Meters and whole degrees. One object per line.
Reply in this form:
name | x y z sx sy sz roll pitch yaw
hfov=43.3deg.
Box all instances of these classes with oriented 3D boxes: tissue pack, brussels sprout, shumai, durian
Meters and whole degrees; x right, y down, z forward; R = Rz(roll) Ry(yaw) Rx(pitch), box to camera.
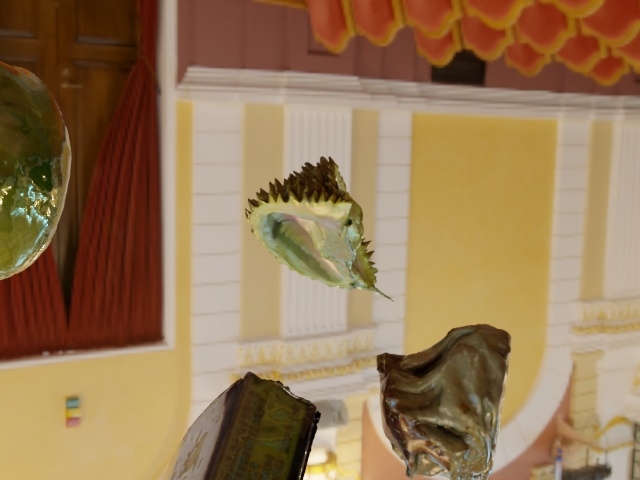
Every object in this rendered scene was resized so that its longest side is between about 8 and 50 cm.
tissue pack | -0.145 0.378 0.887 0.124 0.288 0.394 29 -137 -11
brussels sprout | -0.486 -0.106 1.083 0.268 0.343 0.344 -6 -170 -44
shumai | 0.124 0.172 0.866 0.142 0.184 0.184 10 -172 9
durian | -0.003 -0.005 1.169 0.158 0.169 0.355 -33 154 -1
